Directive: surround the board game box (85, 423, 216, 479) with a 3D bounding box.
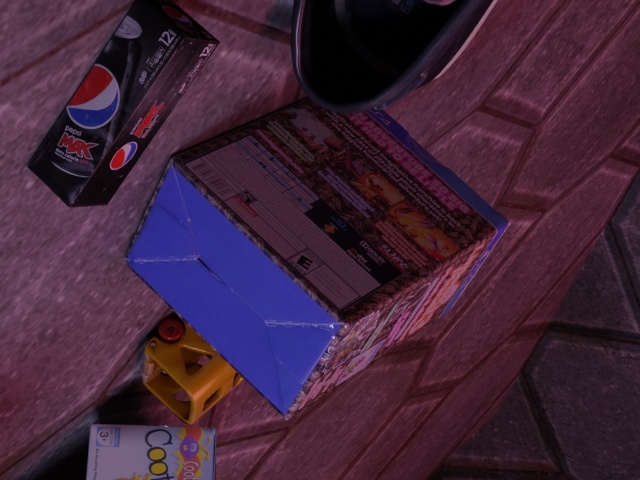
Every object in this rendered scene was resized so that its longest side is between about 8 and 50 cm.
[{"bbox_3d":[-0.195,0.321,1.853,0.275,0.142,0.144,100,-8,-66],"label":"board game box"}]

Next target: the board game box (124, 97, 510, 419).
[{"bbox_3d":[0.000,0.000,1.560,0.291,0.232,0.141,-28,156,-48],"label":"board game box"}]

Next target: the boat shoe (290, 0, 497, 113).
[{"bbox_3d":[0.093,-0.271,1.267,0.156,0.187,0.500,-44,169,-34],"label":"boat shoe"}]

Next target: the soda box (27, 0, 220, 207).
[{"bbox_3d":[-0.155,-0.106,1.241,0.169,0.053,0.060,-54,162,17],"label":"soda box"}]

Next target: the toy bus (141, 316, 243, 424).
[{"bbox_3d":[-0.105,0.114,1.782,0.202,0.104,0.191,-53,163,18],"label":"toy bus"}]
